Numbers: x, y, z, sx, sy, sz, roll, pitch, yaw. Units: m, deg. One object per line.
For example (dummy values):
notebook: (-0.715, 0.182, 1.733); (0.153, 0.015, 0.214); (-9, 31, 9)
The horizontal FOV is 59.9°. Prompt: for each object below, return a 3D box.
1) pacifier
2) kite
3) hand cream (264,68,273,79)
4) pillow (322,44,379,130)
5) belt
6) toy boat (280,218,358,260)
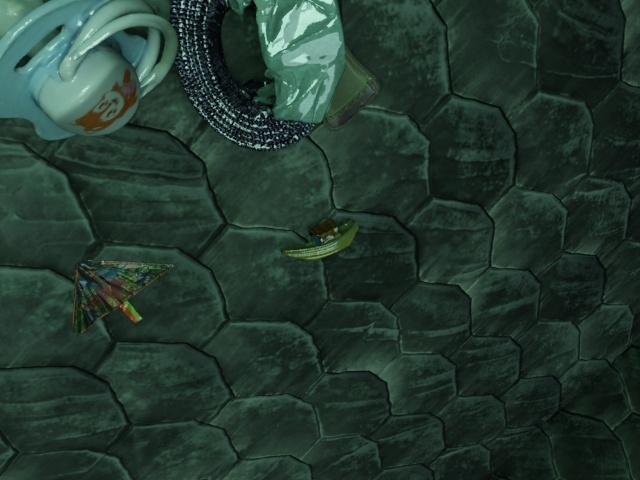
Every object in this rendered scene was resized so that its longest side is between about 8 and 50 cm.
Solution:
pacifier: (-0.358, -0.268, 0.757); (0.233, 0.299, 0.244); (42, 87, 0)
kite: (-0.392, 0.097, 1.066); (0.241, 0.014, 0.183); (-33, 129, -6)
hand cream: (-0.023, -0.354, 0.952); (0.067, 0.042, 0.194); (14, 117, -41)
pillow: (0.014, -0.292, 0.986); (0.130, 0.038, 0.232); (-38, 140, 12)
belt: (-0.091, -0.299, 0.849); (0.260, 0.122, 0.325); (-2, 114, 6)
toy boat: (0.000, 0.000, 1.167); (0.172, 0.065, 0.066); (-24, 104, -12)
